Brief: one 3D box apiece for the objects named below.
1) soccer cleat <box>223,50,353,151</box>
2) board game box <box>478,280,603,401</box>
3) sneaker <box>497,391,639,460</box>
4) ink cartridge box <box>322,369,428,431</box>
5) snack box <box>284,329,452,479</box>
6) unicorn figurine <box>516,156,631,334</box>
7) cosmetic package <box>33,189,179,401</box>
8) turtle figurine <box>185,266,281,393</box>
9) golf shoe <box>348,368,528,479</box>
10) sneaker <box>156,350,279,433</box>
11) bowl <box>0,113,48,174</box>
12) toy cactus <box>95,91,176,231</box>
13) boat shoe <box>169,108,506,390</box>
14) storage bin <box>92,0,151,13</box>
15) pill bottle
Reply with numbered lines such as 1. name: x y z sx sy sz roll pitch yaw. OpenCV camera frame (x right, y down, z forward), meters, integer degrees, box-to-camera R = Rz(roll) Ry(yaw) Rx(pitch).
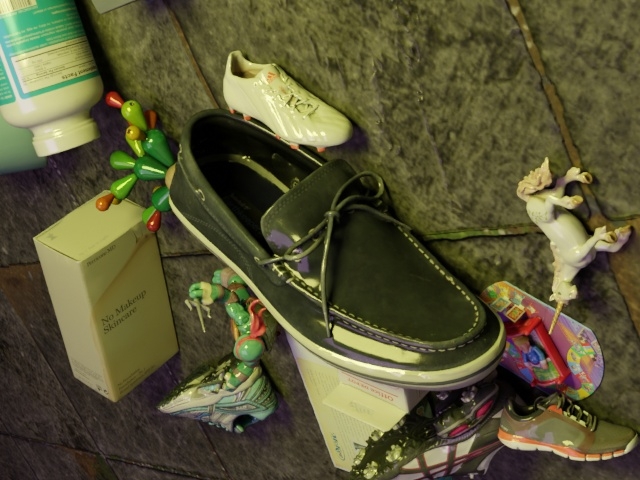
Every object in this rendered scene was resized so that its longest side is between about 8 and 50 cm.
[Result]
1. soccer cleat: -0.044 -0.164 1.189 0.196 0.068 0.076 27 135 34
2. board game box: 0.239 0.127 1.162 0.168 0.033 0.133 32 140 26
3. sneaker: 0.279 0.207 1.148 0.158 0.061 0.065 1 101 18
4. ink cartridge box: 0.090 0.135 1.203 0.104 0.181 0.062 18 133 36
5. snack box: 0.059 0.203 1.399 0.187 0.060 0.322 10 127 44
6. unicorn figurine: 0.252 -0.002 1.023 0.111 0.060 0.162 -34 78 55
7. cosmetic package: -0.343 0.094 1.659 0.113 0.160 0.309 25 138 30
8. turtle figurine: -0.113 0.125 1.400 0.118 0.234 0.175 -6 108 1
9. golf shoe: 0.146 0.268 1.272 0.120 0.105 0.273 42 123 -15
10. sneaker: -0.170 0.272 1.671 0.122 0.110 0.283 53 145 -8
11. bowl: -0.567 -0.215 1.550 0.311 0.163 0.311 49 158 27
12. toy cactus: -0.234 -0.097 1.436 0.180 0.112 0.219 18 123 24
13. boat shoe: 0.000 0.000 1.184 0.500 0.187 0.156 36 145 30
14. storage bin: -0.223 -0.328 1.216 0.135 0.091 0.098 -4 118 48
15. pill bottle: -0.388 -0.253 1.384 0.146 0.146 0.264 -1 111 48
